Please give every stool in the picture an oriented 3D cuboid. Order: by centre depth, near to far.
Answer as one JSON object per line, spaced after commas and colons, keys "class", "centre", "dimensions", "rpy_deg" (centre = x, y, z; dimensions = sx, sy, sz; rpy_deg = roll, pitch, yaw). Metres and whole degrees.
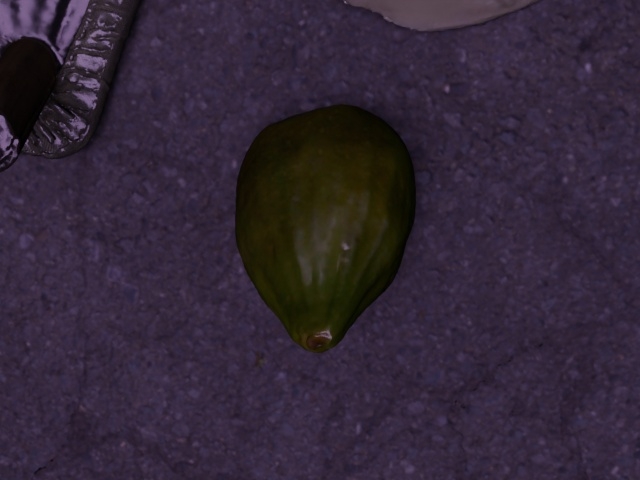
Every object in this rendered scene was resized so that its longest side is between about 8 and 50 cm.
{"class": "stool", "centre": [-0.332, -0.236, 0.910], "dimensions": [0.310, 0.226, 0.310], "rpy_deg": [19, 102, 2]}

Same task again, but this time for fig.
{"class": "fig", "centre": [0.008, -0.005, 0.940], "dimensions": [0.167, 0.167, 0.233], "rpy_deg": [-8, 74, 8]}

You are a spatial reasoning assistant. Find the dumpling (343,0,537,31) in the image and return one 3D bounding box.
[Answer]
{"class": "dumpling", "centre": [0.123, -0.325, 0.878], "dimensions": [0.395, 0.233, 0.315], "rpy_deg": [-6, 134, -6]}
